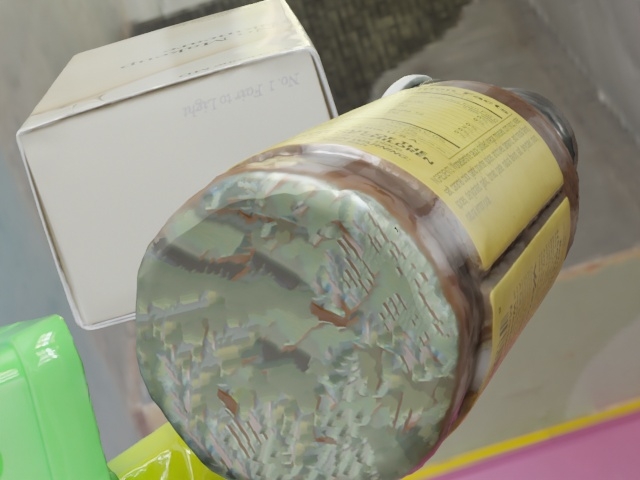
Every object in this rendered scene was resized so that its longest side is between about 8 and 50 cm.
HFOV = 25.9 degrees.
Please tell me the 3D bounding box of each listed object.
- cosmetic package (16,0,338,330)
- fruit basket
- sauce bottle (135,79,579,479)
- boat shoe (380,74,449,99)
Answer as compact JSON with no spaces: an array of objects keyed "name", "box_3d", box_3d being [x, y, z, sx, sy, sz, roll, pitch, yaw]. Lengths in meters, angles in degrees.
[{"name":"cosmetic package","box_3d":[-0.073,-0.061,0.830,0.309,0.160,0.113,-112,-174,-76]},{"name":"fruit basket","box_3d":[-0.169,0.191,1.012,0.392,0.392,0.283,-23,100,-87]},{"name":"sauce bottle","box_3d":[0.044,-0.005,0.553,0.344,0.111,0.111,-30,104,-68]},{"name":"boat shoe","box_3d":[0.075,-0.012,0.931,0.302,0.091,0.114,-71,146,-43]}]
